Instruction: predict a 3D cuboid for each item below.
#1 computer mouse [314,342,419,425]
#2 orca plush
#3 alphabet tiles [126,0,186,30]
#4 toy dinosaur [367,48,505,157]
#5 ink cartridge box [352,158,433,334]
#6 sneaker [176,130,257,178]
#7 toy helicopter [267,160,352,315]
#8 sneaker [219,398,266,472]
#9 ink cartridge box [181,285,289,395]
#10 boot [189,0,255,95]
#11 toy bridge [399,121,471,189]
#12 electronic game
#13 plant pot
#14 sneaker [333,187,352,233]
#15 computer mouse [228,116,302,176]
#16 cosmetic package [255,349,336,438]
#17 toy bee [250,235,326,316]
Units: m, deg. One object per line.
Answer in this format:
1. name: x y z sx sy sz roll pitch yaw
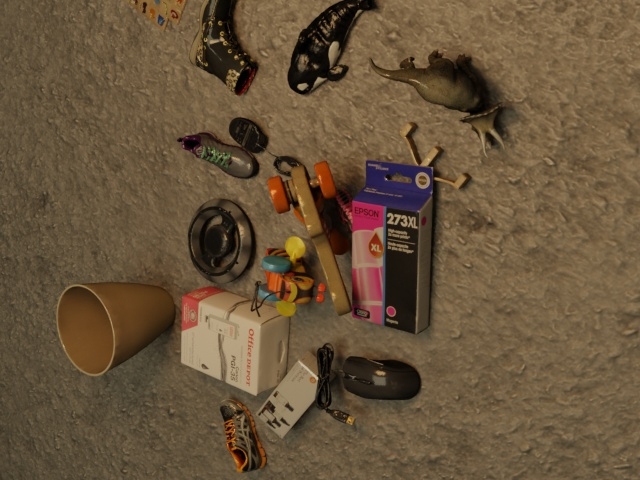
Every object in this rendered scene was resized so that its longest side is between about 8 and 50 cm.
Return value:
1. computer mouse: 0.096 0.358 1.766 0.262 0.060 0.184 11 100 22
2. orca plush: 0.002 -0.439 1.678 0.287 0.102 0.151 -32 80 37
3. alphabet tiles: -0.439 -0.691 2.020 0.237 0.009 0.198 41 121 23
4. toy dinosaur: 0.244 -0.303 1.459 0.121 0.314 0.160 -51 31 22
5. ink cartridge box: 0.158 0.013 1.670 0.176 0.069 0.370 12 108 36
6. sneaker: -0.269 -0.214 1.935 0.224 0.098 0.083 28 115 30
7. toy helicopter: 0.000 0.000 1.719 0.140 0.235 0.354 -18 86 1
8. sneaker: -0.227 0.541 2.076 0.084 0.083 0.214 -38 75 38
9. ink cartridge box: -0.231 0.261 1.995 0.283 0.117 0.207 15 109 34
10. boot: -0.222 -0.494 1.851 0.179 0.085 0.236 42 128 20
11. toy bridge: 0.235 -0.174 1.606 0.188 0.026 0.063 47 125 19
12. electronic game: -0.271 0.002 2.014 0.229 0.048 0.229 2 93 34
13. plant pot: -0.556 0.222 2.135 0.257 0.274 0.256 9 105 37
14. sneaker: 0.056 -0.067 1.758 0.119 0.047 0.057 59 138 13
15. computer mouse: -0.133 -0.233 1.873 0.242 0.041 0.071 38 119 17
16. cosmetic package: -0.066 0.398 1.925 0.099 0.060 0.239 39 121 7
17. toy bee: -0.069 0.110 1.785 0.162 0.298 0.195 10 130 -2
